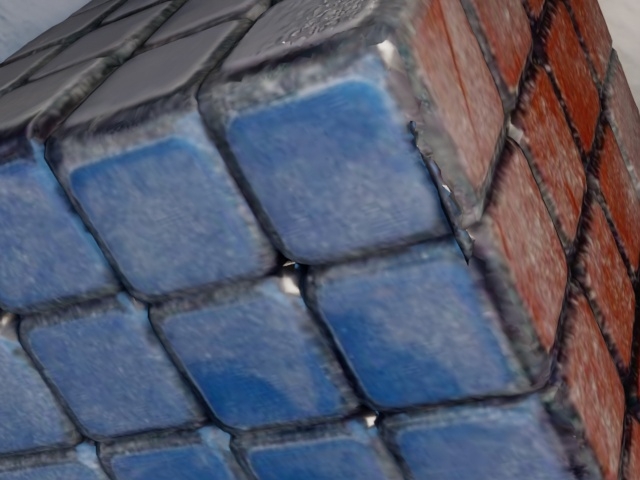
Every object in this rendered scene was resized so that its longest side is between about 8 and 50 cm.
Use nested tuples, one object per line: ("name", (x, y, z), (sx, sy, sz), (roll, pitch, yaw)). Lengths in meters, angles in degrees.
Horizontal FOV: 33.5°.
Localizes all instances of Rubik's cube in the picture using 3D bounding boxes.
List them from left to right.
("Rubik's cube", (0.000, 0.000, 0.623), (0.337, 0.344, 0.345), (-13, 117, 28))
